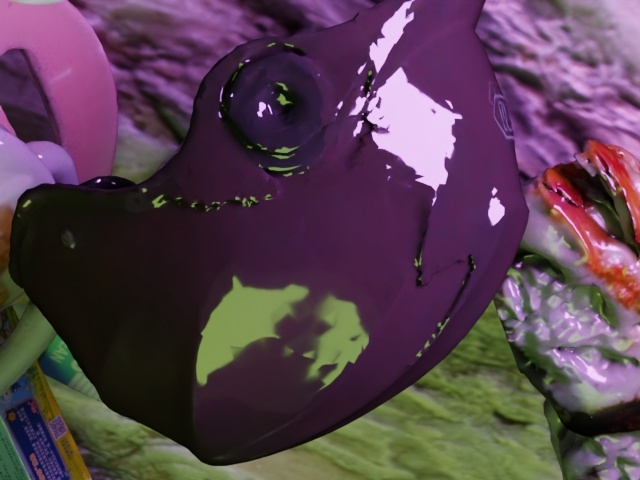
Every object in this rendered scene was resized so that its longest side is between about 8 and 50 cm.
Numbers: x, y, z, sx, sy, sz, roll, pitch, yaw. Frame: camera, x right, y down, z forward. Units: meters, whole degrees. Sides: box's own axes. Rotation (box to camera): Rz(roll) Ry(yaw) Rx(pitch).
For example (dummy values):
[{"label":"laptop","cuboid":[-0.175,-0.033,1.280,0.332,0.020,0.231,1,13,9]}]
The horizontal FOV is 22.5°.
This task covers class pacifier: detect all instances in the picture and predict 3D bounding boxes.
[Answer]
[{"label":"pacifier","cuboid":[-0.263,-0.023,0.890,0.273,0.332,0.220,50,158,5]}]

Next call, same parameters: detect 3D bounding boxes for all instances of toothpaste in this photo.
[{"label":"toothpaste","cuboid":[-0.209,0.082,1.058,0.044,0.070,0.193,-10,108,39]}]

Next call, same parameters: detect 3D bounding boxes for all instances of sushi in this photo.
[{"label":"sushi","cuboid":[0.175,0.064,0.970,0.130,0.124,0.332,-20,128,15]}]

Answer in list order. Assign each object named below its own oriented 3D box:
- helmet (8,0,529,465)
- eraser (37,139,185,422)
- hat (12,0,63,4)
[{"label":"helmet","cuboid":[0.000,0.000,0.819,0.305,0.225,0.177,-30,83,15]},{"label":"eraser","cuboid":[-0.100,0.031,1.041,0.095,0.052,0.225,29,135,-15]},{"label":"hat","cuboid":[-0.129,-0.192,0.755,0.203,0.126,0.203,3,139,3]}]
